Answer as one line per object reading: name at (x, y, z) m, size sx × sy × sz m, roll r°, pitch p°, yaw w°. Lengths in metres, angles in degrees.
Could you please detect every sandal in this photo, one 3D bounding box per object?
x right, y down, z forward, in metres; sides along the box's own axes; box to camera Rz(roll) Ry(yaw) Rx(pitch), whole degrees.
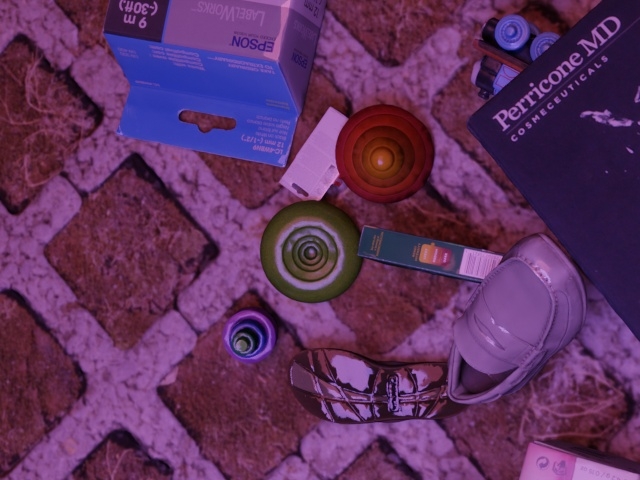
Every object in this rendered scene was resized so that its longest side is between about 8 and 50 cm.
sandal at (0.071, 0.171, 1.721) m, size 0.219 × 0.060 × 0.090 m, roll -1°, pitch 89°, yaw 5°

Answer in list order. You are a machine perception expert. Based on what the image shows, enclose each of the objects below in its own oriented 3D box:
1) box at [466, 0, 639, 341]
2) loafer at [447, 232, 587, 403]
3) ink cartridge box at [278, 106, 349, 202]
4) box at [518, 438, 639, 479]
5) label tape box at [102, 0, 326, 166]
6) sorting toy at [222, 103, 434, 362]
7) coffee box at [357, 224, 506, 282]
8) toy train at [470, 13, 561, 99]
box at (0.494, -0.070, 1.424) m, size 0.480 × 0.297 × 0.472 m, roll -42°, pitch 59°, yaw 12°
loafer at (0.201, 0.097, 1.544) m, size 0.111 × 0.319 × 0.112 m, roll -33°, pitch 68°, yaw -19°
ink cartridge box at (0.007, -0.100, 1.786) m, size 0.063 × 0.029 × 0.115 m, roll 37°, pitch 97°, yaw 19°
box at (0.270, 0.344, 1.577) m, size 0.127 × 0.148 × 0.232 m, roll 15°, pitch 88°, yaw 21°
label tape box at (-0.131, -0.288, 1.814) m, size 0.249 × 0.115 × 0.348 m, roll 12°, pitch 86°, yaw 20°
sorting toy at (0.000, 0.000, 1.711) m, size 0.127 × 0.126 × 0.365 m, roll 37°, pitch 97°, yaw 0°
coffee box at (0.145, 0.022, 1.679) m, size 0.184 × 0.113 × 0.040 m, roll 11°, pitch 89°, yaw 22°
toy train at (0.257, -0.189, 1.684) m, size 0.184 × 0.080 × 0.105 m, roll 30°, pitch 100°, yaw 20°
